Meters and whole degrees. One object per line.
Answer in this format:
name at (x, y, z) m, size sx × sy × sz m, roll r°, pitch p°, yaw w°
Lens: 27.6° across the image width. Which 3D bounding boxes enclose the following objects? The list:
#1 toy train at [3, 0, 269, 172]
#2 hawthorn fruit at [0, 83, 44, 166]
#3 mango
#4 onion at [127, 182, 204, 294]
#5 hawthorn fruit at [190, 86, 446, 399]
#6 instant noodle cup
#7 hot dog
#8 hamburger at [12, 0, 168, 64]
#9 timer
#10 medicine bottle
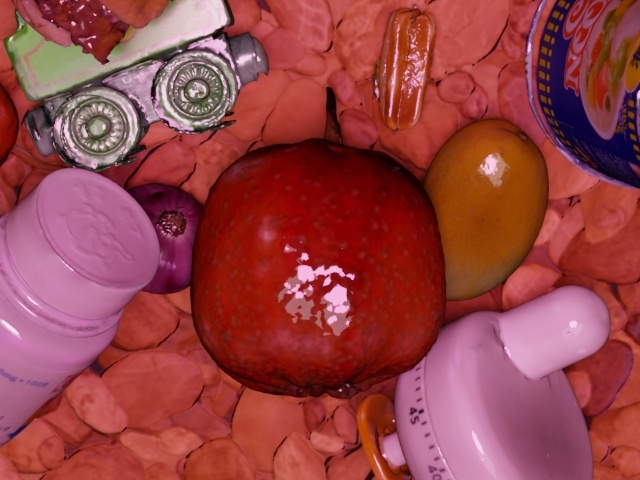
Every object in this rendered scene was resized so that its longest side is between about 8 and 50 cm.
toy train at (-0.181, -0.177, 1.254) m, size 0.243 × 0.132 × 0.188 m, roll -22°, pitch 99°, yaw 3°
hawthorn fruit at (-0.351, -0.118, 1.276) m, size 0.140 × 0.125 × 0.125 m, roll -13°, pitch 107°, yaw -31°
mango at (0.158, -0.027, 1.312) m, size 0.130 × 0.092 × 0.194 m, roll 24°, pitch 108°, yaw -8°
onion at (-0.162, 0.000, 1.319) m, size 0.115 × 0.104 × 0.115 m, roll 5°, pitch 68°, yaw -13°
hawthorn fruit at (0.000, 0.000, 1.259) m, size 0.254 × 0.254 × 0.300 m, roll 3°, pitch 78°, yaw -1°
instant noodle cup at (0.347, -0.140, 1.169) m, size 0.284 × 0.312 × 0.284 m, roll 0°, pitch 105°, yaw 0°
hot dog at (0.082, -0.170, 1.304) m, size 0.056 × 0.041 × 0.133 m, roll 8°, pitch 97°, yaw -3°
hamburger at (-0.227, -0.329, 1.136) m, size 0.155 × 0.282 × 0.245 m, roll -12°, pitch 139°, yaw 25°
timer at (0.191, 0.174, 1.286) m, size 0.240 × 0.233 × 0.233 m, roll -30°, pitch 104°, yaw 32°
medicine bottle at (-0.290, 0.071, 1.252) m, size 0.170 × 0.170 × 0.293 m, roll 43°, pitch 122°, yaw -10°
